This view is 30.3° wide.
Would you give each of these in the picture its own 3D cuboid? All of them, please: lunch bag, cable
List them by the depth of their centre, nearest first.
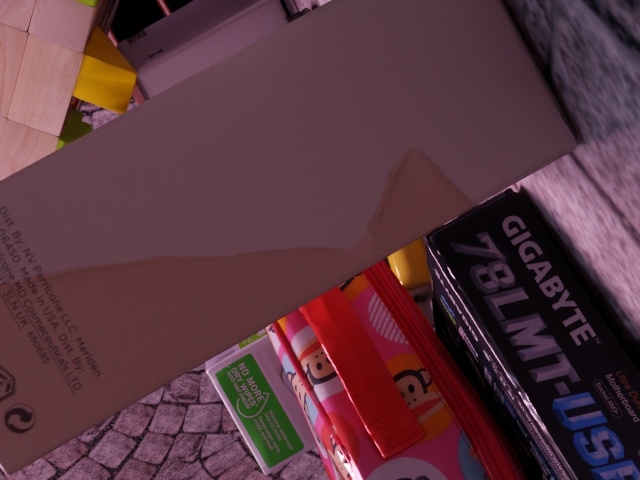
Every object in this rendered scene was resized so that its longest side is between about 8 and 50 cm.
[{"bbox_3d":[0.045,0.126,0.834,0.293,0.120,0.258,59,174,45],"label":"lunch bag"},{"bbox_3d":[0.049,-0.062,1.012,0.139,0.072,0.287,-34,-73,-79],"label":"cable"}]

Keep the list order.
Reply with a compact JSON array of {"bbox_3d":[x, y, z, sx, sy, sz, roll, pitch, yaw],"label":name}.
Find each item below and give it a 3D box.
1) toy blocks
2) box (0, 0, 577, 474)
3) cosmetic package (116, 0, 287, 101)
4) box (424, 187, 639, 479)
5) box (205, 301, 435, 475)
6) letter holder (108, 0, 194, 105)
[{"bbox_3d":[-0.262,-0.193,1.127,0.261,0.191,0.381,-82,15,-48],"label":"toy blocks"},{"bbox_3d":[-0.045,-0.022,0.606,0.121,0.311,0.148,61,175,-4],"label":"box"},{"bbox_3d":[-0.085,-0.138,1.164,0.183,0.151,0.151,62,173,-25],"label":"cosmetic package"},{"bbox_3d":[0.172,0.151,0.768,0.295,0.073,0.293,60,177,24],"label":"box"},{"bbox_3d":[0.003,0.115,1.248,0.126,0.231,0.262,61,174,-2],"label":"box"},{"bbox_3d":[-0.158,-0.224,1.385,0.301,0.152,0.214,60,172,2],"label":"letter holder"}]
